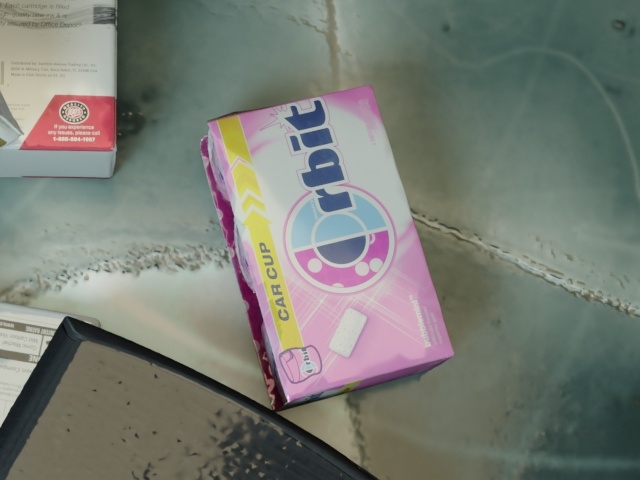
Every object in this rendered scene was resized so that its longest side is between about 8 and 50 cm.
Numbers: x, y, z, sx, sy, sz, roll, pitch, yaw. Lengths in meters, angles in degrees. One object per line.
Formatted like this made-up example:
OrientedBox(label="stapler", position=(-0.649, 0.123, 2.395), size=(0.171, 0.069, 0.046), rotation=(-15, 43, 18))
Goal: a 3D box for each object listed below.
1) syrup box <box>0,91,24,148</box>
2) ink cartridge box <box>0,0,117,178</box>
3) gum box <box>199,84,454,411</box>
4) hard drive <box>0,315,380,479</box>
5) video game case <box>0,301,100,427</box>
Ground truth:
OrientedBox(label="syrup box", position=(-0.297, -0.051, 0.726), size=(0.237, 0.096, 0.093), rotation=(-29, 76, 4))
OrientedBox(label="ink cartridge box", position=(-0.181, -0.119, 0.818), size=(0.109, 0.063, 0.150), rotation=(0, 76, -9))
OrientedBox(label="gum box", position=(0.000, 0.000, 0.818), size=(0.107, 0.062, 0.188), rotation=(-14, 78, -13))
OrientedBox(label="hard drive", position=(-0.070, 0.167, 0.754), size=(0.254, 0.054, 0.172), rotation=(30, 70, -8))
OrientedBox(label="video game case", position=(-0.244, 0.118, 0.767), size=(0.201, 0.023, 0.183), rotation=(11, 74, -8))
